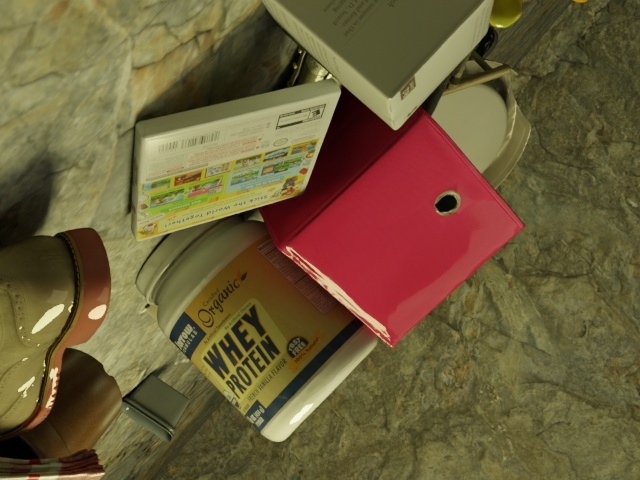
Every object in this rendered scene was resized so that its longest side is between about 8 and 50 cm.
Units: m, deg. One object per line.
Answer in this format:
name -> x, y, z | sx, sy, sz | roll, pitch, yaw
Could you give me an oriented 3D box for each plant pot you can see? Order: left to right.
plant pot -> -0.356, 0.237, 1.062 | 0.167, 0.167, 0.165 | -54, 177, 39

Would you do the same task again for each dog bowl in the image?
dog bowl -> 0.245, -0.214, 1.616 | 0.349, 0.102, 0.348 | -14, 131, -17

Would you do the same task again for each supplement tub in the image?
supplement tub -> -0.097, 0.114, 1.213 | 0.228, 0.316, 0.228 | -45, 172, -8

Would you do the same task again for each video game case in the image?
video game case -> -0.102, -0.089, 0.927 | 0.227, 0.026, 0.206 | -18, 156, -23

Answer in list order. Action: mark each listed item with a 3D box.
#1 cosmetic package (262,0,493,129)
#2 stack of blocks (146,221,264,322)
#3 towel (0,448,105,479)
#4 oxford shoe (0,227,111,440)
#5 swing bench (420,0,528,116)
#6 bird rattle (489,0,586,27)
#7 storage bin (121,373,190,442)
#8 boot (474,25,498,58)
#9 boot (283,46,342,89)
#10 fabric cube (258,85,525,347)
cosmetic package -> 0.057, -0.236, 0.823 | 0.151, 0.184, 0.151 | -48, 173, 3
stack of blocks -> -0.127, 0.072, 1.384 | 0.297, 0.171, 0.087 | -47, 172, -10
towel -> -0.428, 0.305, 0.870 | 0.329, 0.037, 0.237 | 11, 128, -42
oxford shoe -> -0.328, 0.103, 0.814 | 0.130, 0.123, 0.348 | -3, 144, -40
swing bench -> 0.204, -0.320, 1.295 | 0.255, 0.165, 0.253 | -39, 170, -19
bird rattle -> 0.178, -0.321, 0.789 | 0.143, 0.207, 0.253 | -46, 138, 4
storage bin -> -0.353, 0.361, 1.769 | 0.091, 0.135, 0.098 | -54, 176, -30
boot -> 0.263, -0.363, 1.688 | 0.236, 0.085, 0.179 | -50, 167, 16
boot -> -0.034, -0.171, 1.044 | 0.213, 0.077, 0.165 | -47, 174, -40
fabric cube -> 0.083, -0.056, 1.185 | 0.258, 0.254, 0.259 | -43, -150, 6
